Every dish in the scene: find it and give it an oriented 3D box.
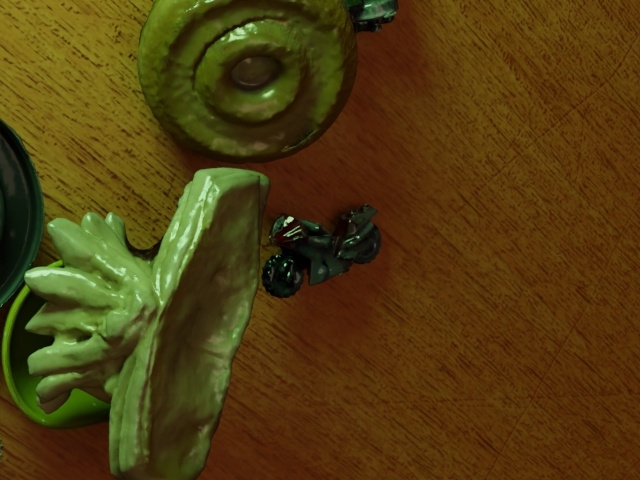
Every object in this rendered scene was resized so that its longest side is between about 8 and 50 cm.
[{"bbox_3d":[-0.299,0.128,1.667,0.262,0.108,0.221,4,95,-30],"label":"dish"}]

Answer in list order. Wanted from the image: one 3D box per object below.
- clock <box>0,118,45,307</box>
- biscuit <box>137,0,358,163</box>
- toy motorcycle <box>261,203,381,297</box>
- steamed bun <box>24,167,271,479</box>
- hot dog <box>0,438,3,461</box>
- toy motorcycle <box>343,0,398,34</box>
[{"bbox_3d":[-0.503,-0.032,1.549,0.325,0.067,0.325,-5,101,-28],"label":"clock"},{"bbox_3d":[-0.092,-0.229,1.663,0.296,0.102,0.296,-6,125,-8],"label":"biscuit"},{"bbox_3d":[-0.001,0.000,1.831,0.213,0.082,0.122,-22,119,-34],"label":"toy motorcycle"},{"bbox_3d":[-0.228,0.100,1.561,0.247,0.189,0.427,11,92,-59],"label":"steamed bun"},{"bbox_3d":[-0.531,0.284,1.584,0.268,0.075,0.144,-15,103,-29],"label":"hot dog"},{"bbox_3d":[-0.006,-0.371,1.745,0.275,0.127,0.205,-23,110,-31],"label":"toy motorcycle"}]
